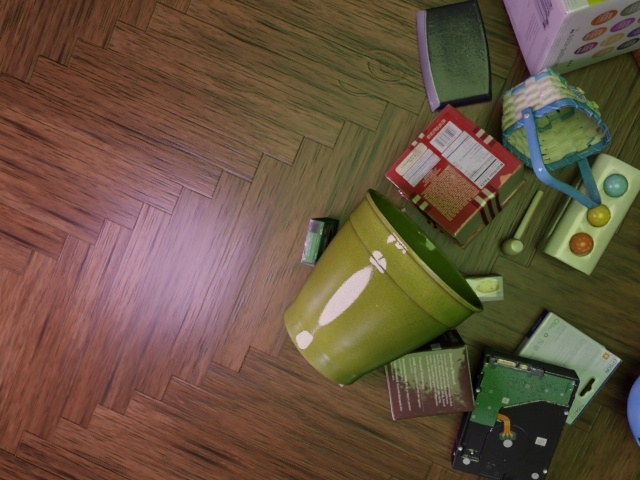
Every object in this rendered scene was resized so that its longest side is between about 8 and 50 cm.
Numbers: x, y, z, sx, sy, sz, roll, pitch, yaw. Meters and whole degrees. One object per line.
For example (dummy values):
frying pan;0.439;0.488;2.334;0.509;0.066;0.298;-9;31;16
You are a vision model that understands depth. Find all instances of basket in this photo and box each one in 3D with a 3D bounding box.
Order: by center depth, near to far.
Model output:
basket;0.535;-0.228;1.342;0.201;0.254;0.289;-25;58;42

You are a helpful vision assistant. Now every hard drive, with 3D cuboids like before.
hard drive;0.337;-0.464;1.474;0.171;0.054;0.255;-9;94;6
hard drive;0.489;0.459;1.509;0.236;0.064;0.339;12;108;6

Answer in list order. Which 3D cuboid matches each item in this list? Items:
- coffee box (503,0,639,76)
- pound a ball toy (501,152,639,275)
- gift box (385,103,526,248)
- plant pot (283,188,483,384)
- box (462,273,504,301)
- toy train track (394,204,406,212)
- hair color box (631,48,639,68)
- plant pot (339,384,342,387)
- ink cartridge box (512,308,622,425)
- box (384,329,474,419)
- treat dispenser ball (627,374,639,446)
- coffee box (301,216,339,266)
coffee box;0.597;-0.605;1.271;0.334;0.337;0.338;-17;81;6
pound a ball toy;0.618;-0.061;1.447;0.208;0.136;0.319;28;96;2
gift box;0.321;-0.160;1.409;0.255;0.258;0.276;-43;71;9
plant pot;0.115;0.136;1.357;0.366;0.366;0.353;45;104;0
box;0.305;0.131;1.525;0.323;0.063;0.067;-4;92;5
toy train track;0.185;-0.063;1.544;0.083;0.014;0.048;-26;100;12
hair color box;0.809;-0.484;1.435;0.093;0.053;0.167;-29;93;6
plant pot;0.063;0.303;1.545;0.096;0.109;0.109;39;97;13
ink cartridge box;0.615;0.328;1.527;0.224;0.045;0.223;34;98;0
box;0.267;0.336;1.494;0.203;0.168;0.167;-9;93;5
treat dispenser ball;0.884;0.417;1.391;0.288;0.288;0.288;0;95;5
coffee box;0.000;0.000;1.479;0.040;0.184;0.113;14;98;12
